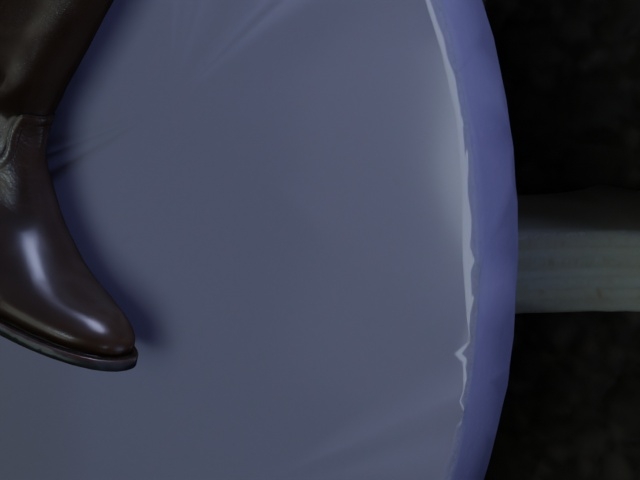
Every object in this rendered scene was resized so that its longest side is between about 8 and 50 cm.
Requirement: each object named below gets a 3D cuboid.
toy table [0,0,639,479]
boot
[{"bbox_3d":[0.000,0.000,0.549,0.252,0.161,0.274,24,111,25],"label":"toy table"},{"bbox_3d":[-0.069,-0.036,0.473,0.106,0.037,0.114,36,110,18],"label":"boot"}]
